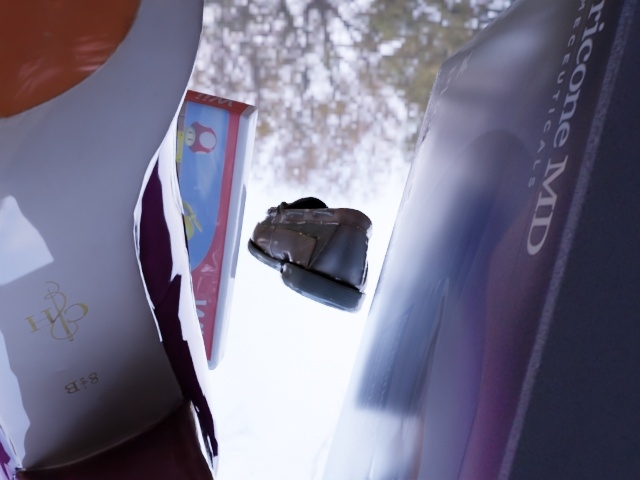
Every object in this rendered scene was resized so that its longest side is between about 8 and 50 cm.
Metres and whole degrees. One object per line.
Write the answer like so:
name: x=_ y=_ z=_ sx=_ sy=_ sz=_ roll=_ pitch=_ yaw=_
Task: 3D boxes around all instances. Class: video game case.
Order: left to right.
video game case: x=-0.194 y=-0.032 z=0.911 sx=0.285 sy=0.204 sz=0.025 roll=14 pitch=-152 yaw=9

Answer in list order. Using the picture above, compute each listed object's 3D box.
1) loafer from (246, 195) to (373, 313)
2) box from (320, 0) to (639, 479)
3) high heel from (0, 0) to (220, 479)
loafer: x=0.000 y=0.000 z=1.149 sx=0.096 sy=0.084 sz=0.267 roll=21 pitch=-176 yaw=-15
box: x=0.114 y=0.063 z=0.477 sx=0.183 sy=0.296 sz=0.294 roll=16 pitch=175 yaw=-6
high heel: x=-0.112 y=-0.032 z=0.454 sx=0.127 sy=0.377 sz=0.181 roll=-15 pitch=-153 yaw=-18
